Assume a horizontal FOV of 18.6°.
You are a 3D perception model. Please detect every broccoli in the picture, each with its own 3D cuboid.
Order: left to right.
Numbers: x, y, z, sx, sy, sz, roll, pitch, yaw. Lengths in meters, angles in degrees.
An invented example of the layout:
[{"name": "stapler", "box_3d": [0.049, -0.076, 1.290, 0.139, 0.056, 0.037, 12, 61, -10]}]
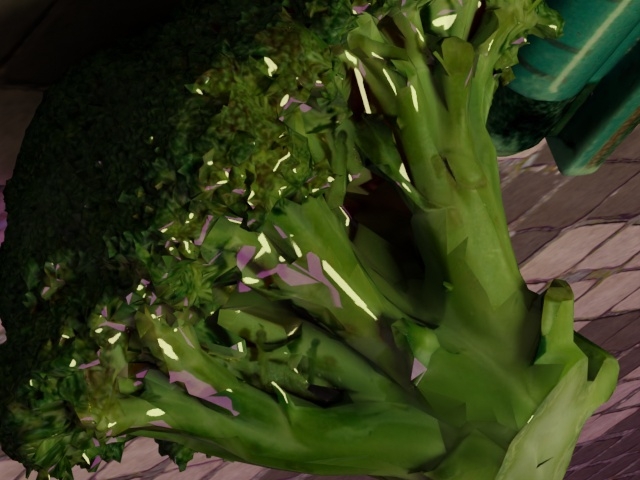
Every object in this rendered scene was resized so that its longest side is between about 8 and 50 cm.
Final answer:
[{"name": "broccoli", "box_3d": [0.000, 0.000, 0.855, 0.308, 0.275, 0.308, -42, 151, -30]}]

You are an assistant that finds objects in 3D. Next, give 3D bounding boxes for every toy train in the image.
[{"name": "toy train", "box_3d": [0.167, -0.139, 0.938, 0.194, 0.120, 0.298, -7, 153, -29]}]
